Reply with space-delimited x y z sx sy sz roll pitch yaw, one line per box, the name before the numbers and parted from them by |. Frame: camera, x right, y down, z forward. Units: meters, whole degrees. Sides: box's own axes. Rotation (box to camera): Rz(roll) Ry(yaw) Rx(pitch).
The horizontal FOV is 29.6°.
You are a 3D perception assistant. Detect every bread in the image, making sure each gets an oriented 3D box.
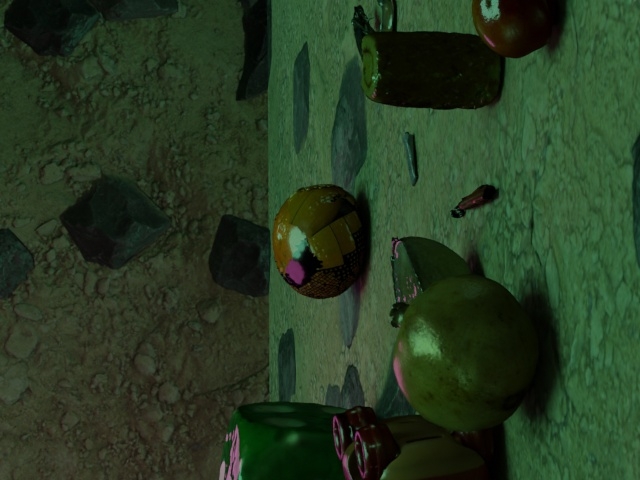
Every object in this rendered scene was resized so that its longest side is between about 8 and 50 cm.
bread | 0.145 -0.228 1.619 0.132 0.172 0.103 -120 33 -74

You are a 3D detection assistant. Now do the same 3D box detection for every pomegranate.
pomegranate | 0.163 0.128 1.431 0.196 0.196 0.196 -178 90 -80

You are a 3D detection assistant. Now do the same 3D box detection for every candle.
candle | 0.209 -0.054 1.663 0.167 0.021 0.026 139 141 -78

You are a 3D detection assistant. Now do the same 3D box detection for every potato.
potato | 0.169 0.109 1.647 0.138 0.098 0.243 96 163 -46

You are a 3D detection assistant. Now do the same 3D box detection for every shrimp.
shrimp | 0.103 -0.409 2.268 0.217 0.051 0.150 -111 27 -48

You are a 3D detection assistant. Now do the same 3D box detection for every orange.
orange | 0.000 0.000 2.426 0.234 0.182 0.235 -167 90 -72

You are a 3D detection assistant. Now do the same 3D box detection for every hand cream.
hand cream | 0.149 -0.139 2.026 0.030 0.019 0.093 112 156 -67

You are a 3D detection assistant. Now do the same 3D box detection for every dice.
dice | -0.029 0.450 2.148 0.300 0.297 0.287 -164 77 -80

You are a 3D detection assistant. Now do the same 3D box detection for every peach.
peach | 0.222 -0.268 1.397 0.101 0.100 0.101 -178 90 -80

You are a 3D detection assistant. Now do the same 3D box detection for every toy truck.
toy truck | 0.131 0.339 1.599 0.265 0.189 0.239 -160 64 -80
